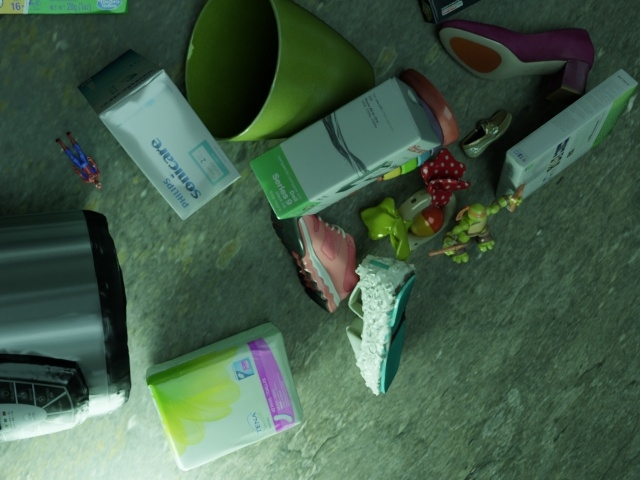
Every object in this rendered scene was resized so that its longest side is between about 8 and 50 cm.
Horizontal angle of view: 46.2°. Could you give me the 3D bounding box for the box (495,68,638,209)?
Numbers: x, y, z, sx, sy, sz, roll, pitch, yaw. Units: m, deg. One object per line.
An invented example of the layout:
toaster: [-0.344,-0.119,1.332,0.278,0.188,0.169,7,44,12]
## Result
box: [0.540,-0.219,1.676,0.322,0.058,0.232,-34,160,-7]

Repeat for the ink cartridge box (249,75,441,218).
ink cartridge box: [0.051,-0.159,1.345,0.289,0.211,0.121,-28,86,18]

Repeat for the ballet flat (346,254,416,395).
ballet flat: [0.125,0.178,1.670,0.147,0.147,0.408,-14,137,-18]

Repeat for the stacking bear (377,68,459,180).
stacking bear: [0.120,-0.193,1.529,0.289,0.164,0.175,-32,119,-4]

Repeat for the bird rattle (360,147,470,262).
bird rattle: [0.220,-0.071,1.635,0.253,0.143,0.207,-46,149,0]

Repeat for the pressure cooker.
pressure cooker: [-0.548,0.145,1.250,0.421,0.375,0.369,-6,86,-21]

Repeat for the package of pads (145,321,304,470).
package of pads: [-0.200,0.335,1.606,0.297,0.101,0.229,-19,109,-14]

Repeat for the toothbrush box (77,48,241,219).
toothbrush box: [-0.280,-0.188,1.272,0.126,0.295,0.216,-38,119,-6]

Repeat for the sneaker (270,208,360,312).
sneaker: [0.000,0.000,1.587,0.136,0.116,0.313,-35,126,-19]

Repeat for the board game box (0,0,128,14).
board game box: [-0.443,-0.528,1.205,0.242,0.064,0.316,-7,112,-21]

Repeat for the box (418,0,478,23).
box: [0.285,-0.565,1.512,0.220,0.051,0.175,-30,118,-11]

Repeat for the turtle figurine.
turtle figurine: [0.329,-0.026,1.662,0.269,0.087,0.217,-38,158,-11]

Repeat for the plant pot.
plant pot: [-0.049,-0.302,1.372,0.294,0.275,0.274,2,109,-43]

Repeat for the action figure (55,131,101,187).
action figure: [-0.437,-0.142,1.376,0.038,0.030,0.115,-38,121,-12]

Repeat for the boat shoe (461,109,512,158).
boat shoe: [0.369,-0.243,1.672,0.135,0.050,0.045,-47,125,-1]

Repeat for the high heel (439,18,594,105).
high heel: [0.424,-0.432,1.619,0.377,0.127,0.181,20,69,-23]
